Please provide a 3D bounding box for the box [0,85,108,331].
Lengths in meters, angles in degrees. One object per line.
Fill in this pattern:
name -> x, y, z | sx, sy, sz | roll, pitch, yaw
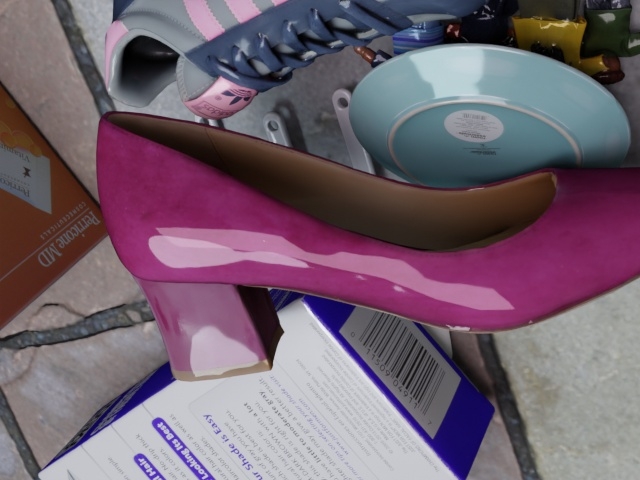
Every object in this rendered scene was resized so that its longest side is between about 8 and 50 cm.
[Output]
box -> -0.363, -0.062, 0.951 | 0.168, 0.215, 0.345 | -32, 101, 30

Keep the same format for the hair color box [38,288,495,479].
hair color box -> -0.051, 0.164, 0.998 | 0.339, 0.110, 0.185 | -35, 99, 33

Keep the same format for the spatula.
spatula -> 0.000, 0.000, 0.963 | 0.168, 0.019, 0.242 | -6, 113, 29

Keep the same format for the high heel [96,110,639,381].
high heel -> 0.050, -0.033, 0.772 | 0.377, 0.127, 0.181 | -15, 110, 3

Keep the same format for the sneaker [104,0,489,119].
sneaker -> -0.024, -0.133, 0.778 | 0.319, 0.112, 0.131 | 9, 80, 49

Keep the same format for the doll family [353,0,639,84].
doll family -> 0.121, -0.134, 0.823 | 0.193, 0.076, 0.111 | 8, 122, 22

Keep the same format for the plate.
plate -> 0.109, -0.065, 0.823 | 0.188, 0.024, 0.188 | 10, 154, 5
